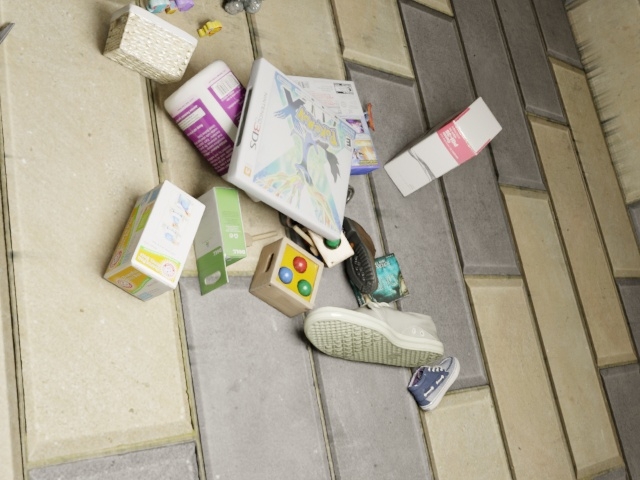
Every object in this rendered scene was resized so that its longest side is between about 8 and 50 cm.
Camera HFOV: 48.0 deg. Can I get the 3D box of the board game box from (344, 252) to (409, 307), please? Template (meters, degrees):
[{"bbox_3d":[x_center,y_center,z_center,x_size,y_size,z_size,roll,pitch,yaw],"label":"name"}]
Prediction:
[{"bbox_3d":[0.152,0.110,1.890,0.186,0.026,0.126,-16,82,-46],"label":"board game box"}]

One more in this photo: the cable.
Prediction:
[{"bbox_3d":[0.001,-0.086,1.786,0.287,0.072,0.139,4,110,-54],"label":"cable"}]

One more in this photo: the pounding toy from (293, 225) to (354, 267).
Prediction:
[{"bbox_3d":[0.000,0.000,1.716,0.100,0.141,0.130,-31,95,-8],"label":"pounding toy"}]

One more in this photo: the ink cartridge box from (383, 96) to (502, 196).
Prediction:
[{"bbox_3d":[0.346,-0.265,2.060,0.117,0.283,0.207,54,44,-6],"label":"ink cartridge box"}]

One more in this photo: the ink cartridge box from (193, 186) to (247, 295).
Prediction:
[{"bbox_3d":[-0.216,0.003,1.528,0.062,0.109,0.209,3,70,-42],"label":"ink cartridge box"}]

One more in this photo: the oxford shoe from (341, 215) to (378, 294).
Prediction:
[{"bbox_3d":[0.111,0.038,1.812,0.096,0.083,0.227,16,46,-40],"label":"oxford shoe"}]

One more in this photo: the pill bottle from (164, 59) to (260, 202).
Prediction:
[{"bbox_3d":[-0.194,-0.238,1.615,0.301,0.169,0.169,52,45,-14],"label":"pill bottle"}]

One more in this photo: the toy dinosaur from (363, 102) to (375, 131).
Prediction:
[{"bbox_3d":[0.143,-0.354,2.064,0.047,0.090,0.082,21,89,-54],"label":"toy dinosaur"}]

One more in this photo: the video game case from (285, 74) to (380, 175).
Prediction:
[{"bbox_3d":[0.009,-0.280,1.782,0.270,0.061,0.244,-8,77,-45],"label":"video game case"}]

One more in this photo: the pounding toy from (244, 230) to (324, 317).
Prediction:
[{"bbox_3d":[-0.095,0.041,1.637,0.206,0.094,0.181,36,51,-28],"label":"pounding toy"}]

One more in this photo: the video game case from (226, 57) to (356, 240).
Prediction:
[{"bbox_3d":[-0.050,-0.196,1.597,0.329,0.036,0.299,30,59,-41],"label":"video game case"}]

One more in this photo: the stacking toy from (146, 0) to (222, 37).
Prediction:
[{"bbox_3d":[-0.351,-0.555,1.692,0.221,0.052,0.167,-28,92,-46],"label":"stacking toy"}]

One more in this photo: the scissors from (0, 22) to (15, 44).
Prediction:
[{"bbox_3d":[-0.642,-0.307,1.330,0.109,0.021,0.297,50,45,-12],"label":"scissors"}]

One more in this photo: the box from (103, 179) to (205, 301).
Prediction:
[{"bbox_3d":[-0.325,0.002,1.420,0.103,0.114,0.203,36,49,-29],"label":"box"}]

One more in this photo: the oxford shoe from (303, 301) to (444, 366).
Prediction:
[{"bbox_3d":[0.128,0.210,1.732,0.449,0.169,0.130,18,53,-41],"label":"oxford shoe"}]

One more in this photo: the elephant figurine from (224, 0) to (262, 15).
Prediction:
[{"bbox_3d":[-0.230,-0.676,1.756,0.239,0.186,0.169,26,75,-56],"label":"elephant figurine"}]

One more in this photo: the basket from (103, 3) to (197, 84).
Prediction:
[{"bbox_3d":[-0.372,-0.418,1.556,0.167,0.113,0.103,23,79,-35],"label":"basket"}]

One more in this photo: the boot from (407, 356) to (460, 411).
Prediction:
[{"bbox_3d":[0.300,0.352,1.890,0.086,0.069,0.190,55,46,-15],"label":"boot"}]
